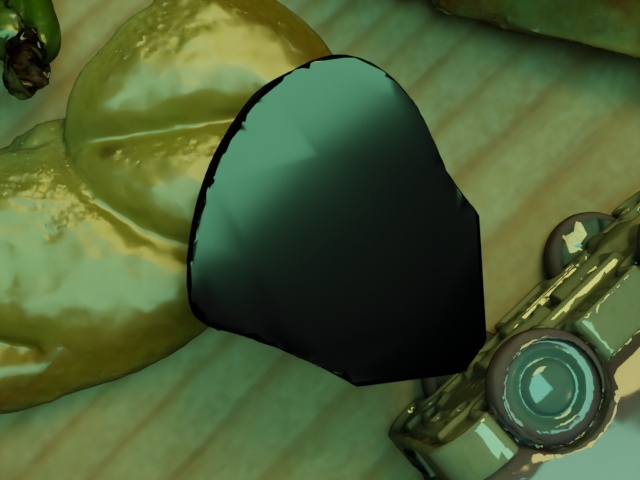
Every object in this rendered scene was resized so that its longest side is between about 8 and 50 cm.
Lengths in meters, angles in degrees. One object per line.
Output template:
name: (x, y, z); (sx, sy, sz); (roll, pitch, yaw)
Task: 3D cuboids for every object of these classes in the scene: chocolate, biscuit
chocolate: (0.000, 0.000, 0.464); (0.125, 0.080, 0.149); (-32, 104, -1)
biscuit: (-0.113, -0.009, 0.503); (0.299, 0.045, 0.154); (-38, 94, -9)

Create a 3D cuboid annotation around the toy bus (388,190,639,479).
toy bus: (0.146, 0.073, 0.489); (0.202, 0.142, 0.142); (-41, 93, -9)

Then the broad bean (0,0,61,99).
broad bean: (-0.172, -0.206, 0.475); (0.056, 0.098, 0.318); (-18, 78, -18)

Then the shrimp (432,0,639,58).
shrimp: (0.154, -0.164, 0.546); (0.294, 0.062, 0.154); (22, 78, -6)
